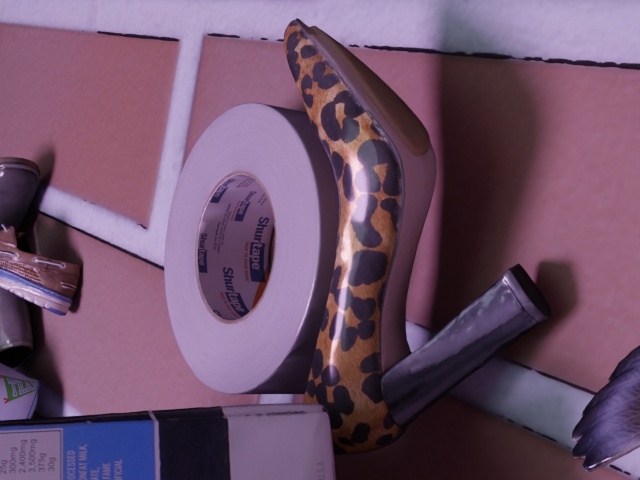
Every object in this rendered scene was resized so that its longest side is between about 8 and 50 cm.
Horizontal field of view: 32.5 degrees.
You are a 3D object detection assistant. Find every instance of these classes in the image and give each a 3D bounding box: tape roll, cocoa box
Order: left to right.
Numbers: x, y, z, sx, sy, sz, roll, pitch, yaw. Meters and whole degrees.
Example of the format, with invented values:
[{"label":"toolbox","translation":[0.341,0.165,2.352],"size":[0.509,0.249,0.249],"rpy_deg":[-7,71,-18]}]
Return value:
[{"label":"cocoa box","translation":[-0.129,0.237,0.702],"size":[0.347,0.228,0.231],"rpy_deg":[128,139,-72]},{"label":"tape roll","translation":[-0.037,0.008,0.842],"size":[0.219,0.072,0.219],"rpy_deg":[-9,78,53]}]

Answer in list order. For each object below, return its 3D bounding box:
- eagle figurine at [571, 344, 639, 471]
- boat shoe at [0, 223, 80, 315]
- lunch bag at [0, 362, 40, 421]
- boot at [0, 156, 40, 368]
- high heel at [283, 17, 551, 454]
[{"label":"eagle figurine","translation":[0.229,0.047,0.417],"size":[0.298,0.225,0.226],"rpy_deg":[92,-159,-48]},{"label":"boat shoe","translation":[-0.349,0.019,1.220],"size":[0.066,0.183,0.066],"rpy_deg":[86,-151,-79]},{"label":"lunch bag","translation":[-0.431,0.258,1.250],"size":[0.303,0.115,0.243],"rpy_deg":[-24,43,59]},{"label":"boot","translation":[-0.370,0.030,1.293],"size":[0.189,0.076,0.208],"rpy_deg":[127,141,-53]},{"label":"high heel","translation":[0.000,0.000,0.706],"size":[0.186,0.093,0.261],"rpy_deg":[-40,72,20]}]
